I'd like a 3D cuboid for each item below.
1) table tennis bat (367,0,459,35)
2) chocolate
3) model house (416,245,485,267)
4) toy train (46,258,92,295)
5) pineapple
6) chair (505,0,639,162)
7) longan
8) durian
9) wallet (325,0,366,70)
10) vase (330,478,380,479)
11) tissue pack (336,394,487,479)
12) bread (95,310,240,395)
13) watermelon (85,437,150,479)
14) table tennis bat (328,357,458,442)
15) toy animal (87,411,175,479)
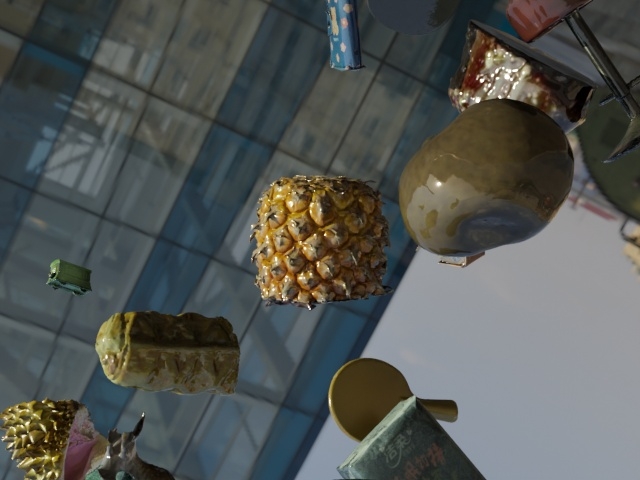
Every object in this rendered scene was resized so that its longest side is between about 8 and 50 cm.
[{"bbox_3d":[0.185,-0.483,1.892,0.173,0.022,0.301,18,148,-6],"label":"table tennis bat"},{"bbox_3d":[0.422,-0.320,2.259,0.225,0.210,0.340,5,-151,-49],"label":"chocolate"},{"bbox_3d":[0.363,-0.004,2.656,0.136,0.207,0.219,46,-154,10],"label":"model house"},{"bbox_3d":[-0.494,0.074,2.031,0.093,0.038,0.056,24,-127,-39],"label":"toy train"},{"bbox_3d":[0.002,0.000,2.377,0.352,0.300,0.352,1,-177,0],"label":"pineapple"},{"bbox_3d":[0.578,-0.385,2.145,0.401,0.226,0.226,56,-168,-1],"label":"chair"},{"bbox_3d":[0.309,-0.115,1.961,0.288,0.350,0.288,55,-164,-23],"label":"longan"},{"bbox_3d":[-0.371,0.282,1.445,0.165,0.132,0.182,53,167,-10],"label":"durian"},{"bbox_3d":[0.050,-0.471,2.239,0.059,0.202,0.141,-9,-166,-10],"label":"wallet"},{"bbox_3d":[0.091,0.581,1.775,0.245,0.291,0.245,4,-177,0],"label":"vase"},{"bbox_3d":[0.220,0.522,2.185,0.315,0.228,0.103,50,154,-1],"label":"tissue pack"},{"bbox_3d":[-0.280,0.205,1.893,0.268,0.130,0.152,7,-121,-28],"label":"bread"},{"bbox_3d":[-0.457,0.578,2.320,0.387,0.228,0.258,20,177,32],"label":"watermelon"},{"bbox_3d":[0.169,0.374,2.357,0.321,0.198,0.050,10,157,-17],"label":"table tennis bat"},{"bbox_3d":[-0.391,0.433,2.105,0.272,0.197,0.160,16,155,8],"label":"toy animal"}]
